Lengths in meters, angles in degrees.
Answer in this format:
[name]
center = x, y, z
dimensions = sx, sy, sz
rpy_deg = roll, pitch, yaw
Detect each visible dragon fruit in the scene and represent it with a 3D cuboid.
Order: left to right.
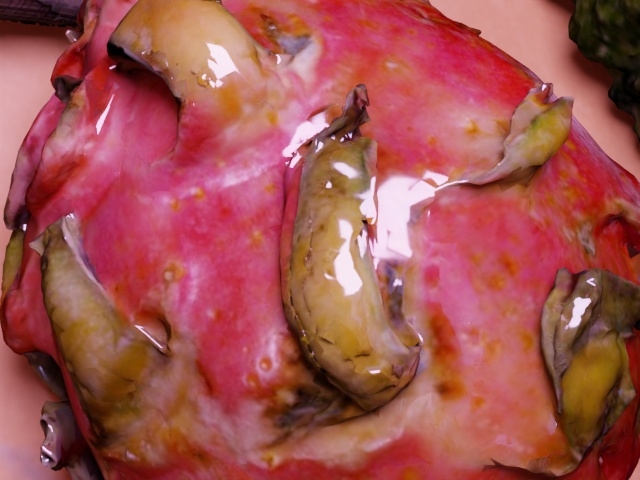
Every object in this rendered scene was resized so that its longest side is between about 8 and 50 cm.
[dragon fruit]
center = 0.000, 0.000, 0.586
dimensions = 0.250, 0.269, 0.291
rpy_deg = -31, 97, -37

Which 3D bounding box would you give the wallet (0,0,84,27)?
[wallet]
center = -0.165, -0.150, 0.601
dimensions = 0.230, 0.042, 0.124
rpy_deg = -7, 81, -55

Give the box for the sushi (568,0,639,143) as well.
[sushi]
center = 0.289, -0.155, 0.797
dimensions = 0.352, 0.178, 0.294
rpy_deg = 14, 76, -26
